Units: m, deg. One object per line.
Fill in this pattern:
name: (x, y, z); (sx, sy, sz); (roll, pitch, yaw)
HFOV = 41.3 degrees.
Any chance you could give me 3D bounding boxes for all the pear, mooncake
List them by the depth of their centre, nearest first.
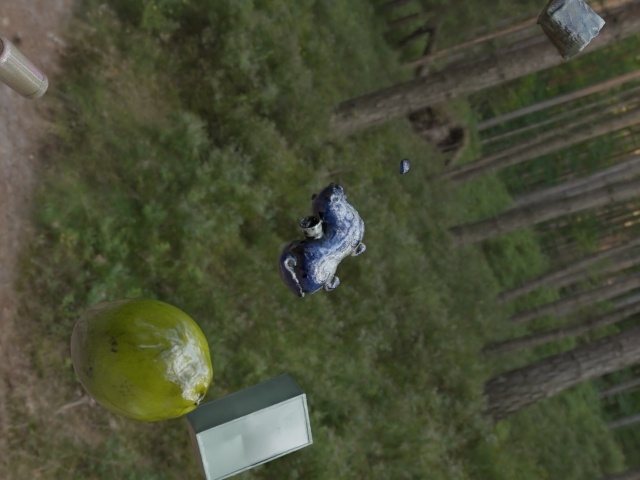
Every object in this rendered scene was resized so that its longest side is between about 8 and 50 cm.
pear: (-0.311, 0.203, 1.474); (0.269, 0.212, 0.212); (30, -11, 15)
mooncake: (0.520, -0.460, 1.798); (0.125, 0.130, 0.073); (45, -33, -6)

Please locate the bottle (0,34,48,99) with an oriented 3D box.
bottle: (-0.368, -0.206, 1.019); (0.096, 0.045, 0.045); (52, 20, -69)

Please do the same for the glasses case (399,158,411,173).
glasses case: (0.207, -0.180, 2.051); (0.083, 0.023, 0.033); (-38, 131, -74)

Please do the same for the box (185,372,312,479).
box: (-0.141, 0.370, 1.677); (0.086, 0.225, 0.129); (42, -36, 55)

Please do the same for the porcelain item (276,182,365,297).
porcelain item: (0.000, 0.000, 2.121); (0.138, 0.288, 0.186); (12, -43, 42)
